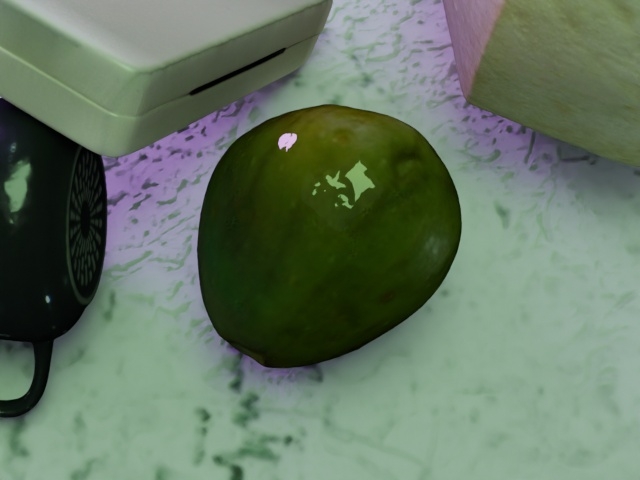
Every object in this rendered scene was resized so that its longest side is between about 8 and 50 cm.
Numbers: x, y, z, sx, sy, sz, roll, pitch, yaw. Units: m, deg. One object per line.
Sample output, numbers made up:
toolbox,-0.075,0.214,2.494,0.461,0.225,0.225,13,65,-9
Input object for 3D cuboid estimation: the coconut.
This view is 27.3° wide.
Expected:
coconut,0.215,-0.212,1.000,0.329,0.328,0.328,2,62,-4

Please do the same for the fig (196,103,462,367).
fig,0.000,0.000,0.918,0.181,0.181,0.191,30,85,11

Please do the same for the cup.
cup,-0.245,0.011,0.909,0.177,0.169,0.223,2,92,0

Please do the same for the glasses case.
glasses case,-0.110,-0.155,0.962,0.131,0.070,0.313,31,30,11
